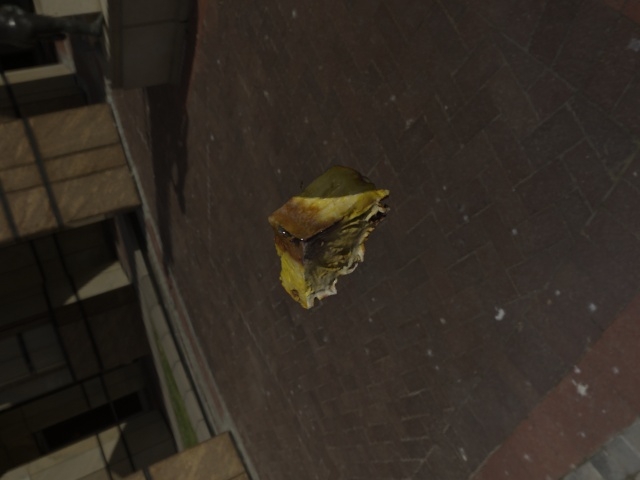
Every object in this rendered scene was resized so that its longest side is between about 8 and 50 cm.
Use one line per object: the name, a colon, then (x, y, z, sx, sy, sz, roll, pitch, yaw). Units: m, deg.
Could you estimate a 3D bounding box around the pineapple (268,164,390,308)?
pineapple: (0.000, 0.000, 0.513, 0.069, 0.116, 0.137, 32, 104, 32)
